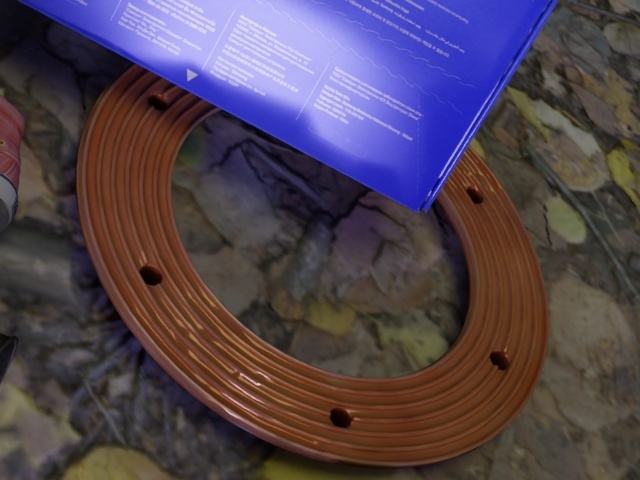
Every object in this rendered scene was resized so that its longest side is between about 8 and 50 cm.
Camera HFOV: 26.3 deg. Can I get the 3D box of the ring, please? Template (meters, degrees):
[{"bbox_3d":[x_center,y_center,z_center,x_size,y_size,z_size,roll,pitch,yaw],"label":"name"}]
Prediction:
[{"bbox_3d":[0.000,0.000,0.890,0.337,0.032,0.336,18,48,-21],"label":"ring"}]

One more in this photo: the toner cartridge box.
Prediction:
[{"bbox_3d":[-0.045,-0.172,0.851,0.348,0.165,0.075,28,18,-11],"label":"toner cartridge box"}]

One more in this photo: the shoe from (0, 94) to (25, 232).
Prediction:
[{"bbox_3d":[-0.251,-0.067,0.764,0.178,0.063,0.081,21,45,-24],"label":"shoe"}]

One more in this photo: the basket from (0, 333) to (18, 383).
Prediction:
[{"bbox_3d":[-0.278,0.069,0.577,0.227,0.154,0.204,29,47,-4],"label":"basket"}]
